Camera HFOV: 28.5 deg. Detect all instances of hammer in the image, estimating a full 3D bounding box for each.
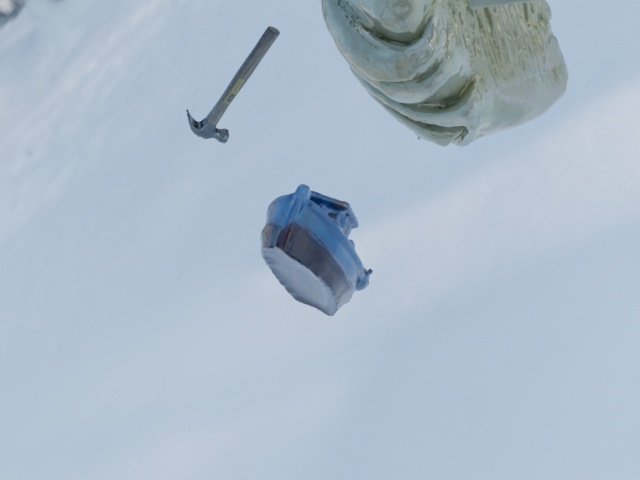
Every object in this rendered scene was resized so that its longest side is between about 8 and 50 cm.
[{"bbox_3d":[-0.100,-0.182,1.466,0.182,0.062,0.017,-51,38,38],"label":"hammer"}]

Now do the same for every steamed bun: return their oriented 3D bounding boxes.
[{"bbox_3d":[0.153,-0.293,1.722,0.352,0.339,0.247,-21,3,-41],"label":"steamed bun"}]

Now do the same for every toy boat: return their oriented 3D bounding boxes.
[{"bbox_3d":[0.000,0.000,1.216,0.223,0.100,0.097,65,-132,-68],"label":"toy boat"}]

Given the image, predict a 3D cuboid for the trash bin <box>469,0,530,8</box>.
[{"bbox_3d":[0.185,-0.258,1.210,0.092,0.061,0.043,-11,55,8],"label":"trash bin"}]
